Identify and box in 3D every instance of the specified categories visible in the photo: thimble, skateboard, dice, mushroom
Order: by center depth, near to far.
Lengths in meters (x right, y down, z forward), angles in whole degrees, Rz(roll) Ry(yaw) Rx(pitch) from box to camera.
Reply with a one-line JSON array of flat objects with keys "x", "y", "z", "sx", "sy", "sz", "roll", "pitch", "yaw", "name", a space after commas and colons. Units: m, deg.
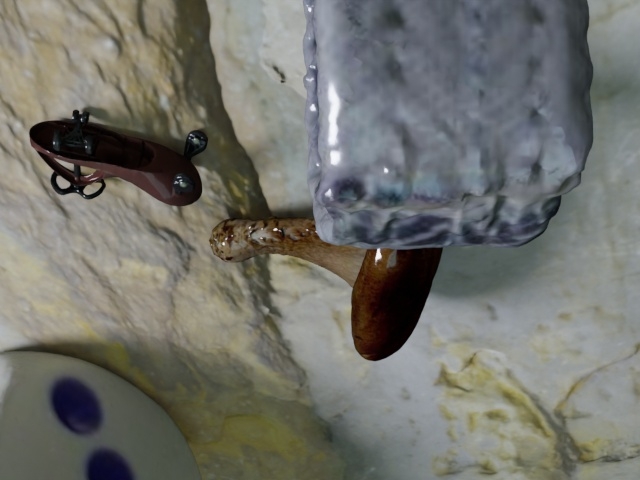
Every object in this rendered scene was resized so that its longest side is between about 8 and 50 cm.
[{"x": 0.068, "y": -0.112, "z": 0.458, "sx": 0.157, "sy": 0.245, "sz": 0.217, "roll": -2, "pitch": 149, "yaw": -2, "name": "thimble"}, {"x": -0.179, "y": -0.066, "z": 0.608, "sx": 0.151, "sy": 0.067, "sz": 0.080, "roll": 14, "pitch": 138, "yaw": -8, "name": "skateboard"}, {"x": 0.000, "y": 0.000, "z": 0.640, "sx": 0.218, "sy": 0.148, "sz": 0.227, "roll": 14, "pitch": 124, "yaw": 6, "name": "mushroom"}, {"x": -0.340, "y": 0.327, "z": 0.780, "sx": 0.304, "sy": 0.277, "sz": 0.304, "roll": -30, "pitch": 127, "yaw": 22, "name": "dice"}]
